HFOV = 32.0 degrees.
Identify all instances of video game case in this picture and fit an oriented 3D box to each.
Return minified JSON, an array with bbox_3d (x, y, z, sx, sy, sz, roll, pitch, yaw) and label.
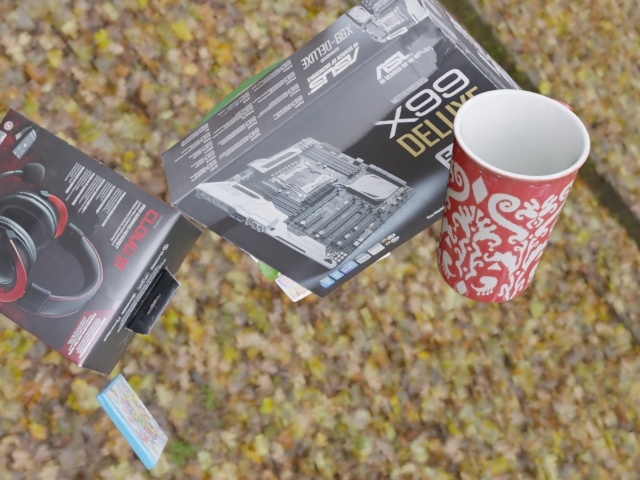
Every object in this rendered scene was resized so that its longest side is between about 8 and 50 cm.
[{"bbox_3d":[-0.256,0.245,1.533,0.119,0.015,0.166,55,-1,-3],"label":"video game case"}]

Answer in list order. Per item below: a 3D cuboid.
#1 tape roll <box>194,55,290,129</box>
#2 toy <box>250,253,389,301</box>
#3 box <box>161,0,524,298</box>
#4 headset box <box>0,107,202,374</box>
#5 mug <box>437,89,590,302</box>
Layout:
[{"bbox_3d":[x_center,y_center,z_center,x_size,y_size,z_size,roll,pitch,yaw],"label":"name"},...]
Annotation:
[{"bbox_3d":[-0.093,-0.226,2.049,0.077,0.321,0.321,55,35,-24],"label":"tape roll"},{"bbox_3d":[0.000,0.000,1.784,0.237,0.056,0.137,-26,63,-41],"label":"toy"},{"bbox_3d":[0.039,-0.091,1.100,0.242,0.307,0.076,35,29,-45],"label":"box"},{"bbox_3d":[-0.305,0.010,1.362,0.293,0.218,0.110,32,-5,14],"label":"headset box"},{"bbox_3d":[0.177,-0.037,0.993,0.150,0.169,0.113,-18,51,-22],"label":"mug"}]
